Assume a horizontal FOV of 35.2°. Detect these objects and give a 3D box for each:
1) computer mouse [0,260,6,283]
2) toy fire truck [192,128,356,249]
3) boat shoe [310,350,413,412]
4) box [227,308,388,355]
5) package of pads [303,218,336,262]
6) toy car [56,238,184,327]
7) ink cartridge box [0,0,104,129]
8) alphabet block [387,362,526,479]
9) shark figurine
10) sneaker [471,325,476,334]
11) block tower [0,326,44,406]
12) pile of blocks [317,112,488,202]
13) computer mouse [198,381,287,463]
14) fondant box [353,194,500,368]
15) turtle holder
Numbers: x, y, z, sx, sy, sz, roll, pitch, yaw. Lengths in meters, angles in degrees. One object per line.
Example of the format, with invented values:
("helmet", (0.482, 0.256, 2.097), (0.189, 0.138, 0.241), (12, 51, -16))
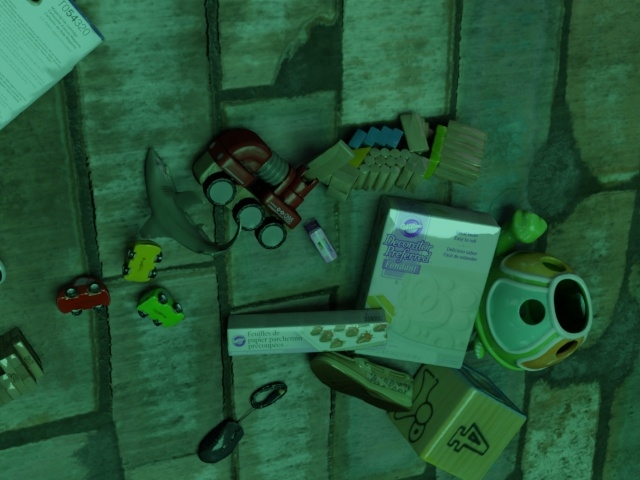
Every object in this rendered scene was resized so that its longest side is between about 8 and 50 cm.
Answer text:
("computer mouse", (-0.655, 0.073, 1.791), (0.193, 0.042, 0.106), (-16, 114, -10))
("toy fire truck", (-0.079, -0.130, 1.868), (0.246, 0.158, 0.217), (-45, 122, 5))
("boat shoe", (0.093, 0.291, 2.193), (0.285, 0.104, 0.089), (32, 60, -36))
("box", (-0.026, 0.185, 2.042), (0.324, 0.067, 0.063), (-3, 113, -3))
("package of pads", (0.000, 0.000, 2.034), (0.032, 0.050, 0.083), (-32, 122, -1))
("toy car", (-0.348, 0.095, 1.912), (0.239, 0.053, 0.225), (-32, 136, 17))
("ink cartridge box", (-0.576, -0.342, 1.616), (0.330, 0.071, 0.324), (-41, 122, -5))
("alphabet block", (0.304, 0.395, 2.269), (0.193, 0.192, 0.197), (31, 99, -30))
("shark figurine", (-0.257, -0.019, 1.807), (0.116, 0.278, 0.166), (-23, 142, -35))
("sneaker", (0.281, 0.188, 2.235), (0.178, 0.072, 0.077), (-38, 112, -10))
("block tower", (-0.682, 0.289, 1.850), (0.335, 0.091, 0.097), (-30, 121, -9))
("pile of blocks", (0.151, -0.159, 2.010), (0.362, 0.149, 0.112), (-5, 158, -12))
("computer mouse", (-0.163, 0.391, 2.152), (0.242, 0.041, 0.071), (-43, 122, 0))
("fondant box", (0.212, 0.089, 2.106), (0.238, 0.096, 0.330), (9, 109, -9))
("turtle holder", (0.465, 0.117, 2.167), (0.243, 0.227, 0.320), (22, 72, -24))
